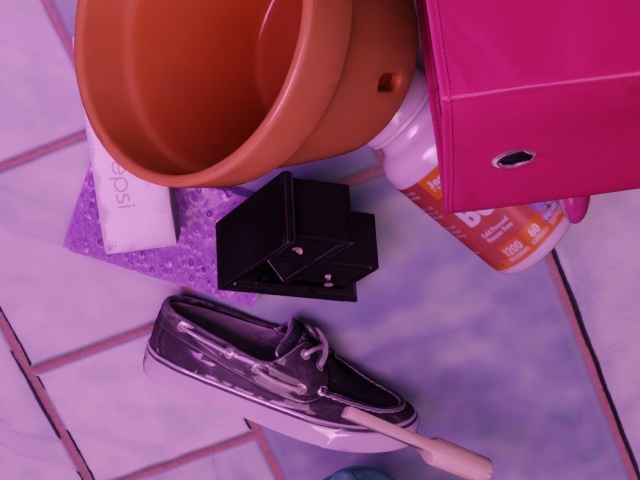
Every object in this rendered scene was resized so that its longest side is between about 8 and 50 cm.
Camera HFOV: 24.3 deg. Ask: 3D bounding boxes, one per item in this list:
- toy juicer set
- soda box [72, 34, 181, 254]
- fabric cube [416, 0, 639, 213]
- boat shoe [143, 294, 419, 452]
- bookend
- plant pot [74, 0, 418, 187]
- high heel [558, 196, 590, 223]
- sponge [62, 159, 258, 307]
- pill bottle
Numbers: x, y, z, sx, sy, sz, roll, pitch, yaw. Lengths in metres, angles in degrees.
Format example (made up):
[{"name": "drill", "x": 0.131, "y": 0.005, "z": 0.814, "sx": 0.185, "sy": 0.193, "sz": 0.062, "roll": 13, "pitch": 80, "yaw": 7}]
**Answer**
[{"name": "toy juicer set", "x": 0.077, "y": 0.295, "z": 1.565, "sx": 0.209, "sy": 0.089, "sz": 0.329, "roll": 12, "pitch": 143, "yaw": -11}, {"name": "soda box", "x": -0.188, "y": -0.100, "z": 1.457, "sx": 0.074, "sy": 0.069, "sz": 0.216, "roll": -7, "pitch": 102, "yaw": 0}, {"name": "fabric cube", "x": 0.213, "y": -0.190, "z": 1.249, "sx": 0.258, "sy": 0.254, "sz": 0.259, "roll": -7, "pitch": 70, "yaw": 2}, {"name": "boat shoe", "x": -0.032, "y": 0.133, "z": 1.564, "sx": 0.301, "sy": 0.108, "sz": 0.102, "roll": 19, "pitch": 114, "yaw": 1}, {"name": "bookend", "x": 0.000, "y": 0.000, "z": 1.447, "sx": 0.157, "sy": 0.072, "sz": 0.156, "roll": 7, "pitch": 159, "yaw": -28}, {"name": "plant pot", "x": -0.051, "y": -0.183, "z": 1.330, "sx": 0.203, "sy": 0.291, "sz": 0.291, "roll": 5, "pitch": 123, "yaw": -49}, {"name": "high heel", "x": 0.268, "y": -0.138, "z": 1.403, "sx": 0.117, "sy": 0.082, "sz": 0.244, "roll": -4, "pitch": 72, "yaw": 11}, {"name": "sponge", "x": -0.149, "y": -0.015, "z": 1.537, "sx": 0.210, "sy": 0.031, "sz": 0.117, "roll": 18, "pitch": 112, "yaw": -5}, {"name": "pill bottle", "x": 0.140, "y": -0.074, "z": 1.457, "sx": 0.216, "sy": 0.121, "sz": 0.121, "roll": 38, "pitch": 109, "yaw": -14}]
